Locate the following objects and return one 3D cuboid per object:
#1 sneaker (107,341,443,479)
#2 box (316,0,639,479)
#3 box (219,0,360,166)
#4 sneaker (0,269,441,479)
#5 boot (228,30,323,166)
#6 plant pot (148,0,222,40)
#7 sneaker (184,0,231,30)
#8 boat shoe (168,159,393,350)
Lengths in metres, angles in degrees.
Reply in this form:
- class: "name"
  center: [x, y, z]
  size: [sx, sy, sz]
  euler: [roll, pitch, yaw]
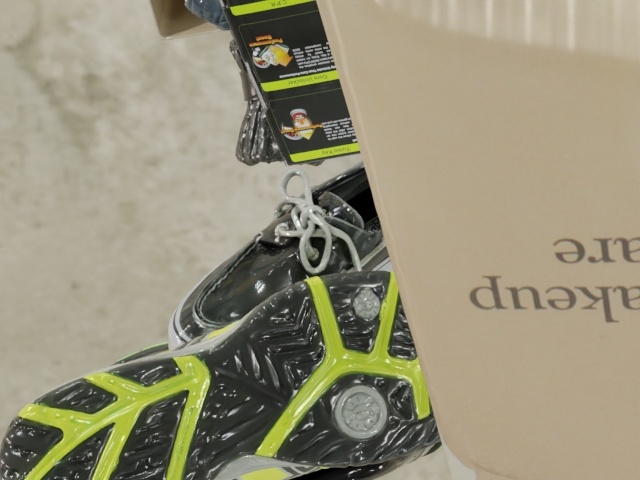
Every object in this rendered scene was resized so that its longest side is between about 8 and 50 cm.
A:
- class: "sneaker"
  center: [-0.093, 0.196, 1.686]
  size: [0.483, 0.202, 0.185]
  euler: [-13, 94, 18]
- class: "box"
  center: [0.095, -0.039, 0.476]
  size: [0.148, 0.121, 0.311]
  euler: [-2, 135, 18]
- class: "box"
  center: [0.042, -0.137, 0.831]
  size: [0.191, 0.045, 0.184]
  euler: [-10, 127, 19]
- class: "sneaker"
  center: [-0.049, 0.113, 1.161]
  size: [0.385, 0.147, 0.145]
  euler: [-12, 87, -12]
- class: "boot"
  center: [-0.068, -0.216, 1.799]
  size: [0.131, 0.348, 0.260]
  euler: [11, 91, 25]
- class: "plant pot"
  center: [-0.119, -0.278, 1.562]
  size: [0.109, 0.109, 0.096]
  euler: [-8, 46, 4]
- class: "sneaker"
  center: [-0.004, -0.235, 1.087]
  size: [0.110, 0.283, 0.122]
  euler: [-23, 124, 42]
- class: "boat shoe"
  center: [0.003, 0.002, 1.290]
  size: [0.306, 0.105, 0.113]
  euler: [-27, 53, -23]
